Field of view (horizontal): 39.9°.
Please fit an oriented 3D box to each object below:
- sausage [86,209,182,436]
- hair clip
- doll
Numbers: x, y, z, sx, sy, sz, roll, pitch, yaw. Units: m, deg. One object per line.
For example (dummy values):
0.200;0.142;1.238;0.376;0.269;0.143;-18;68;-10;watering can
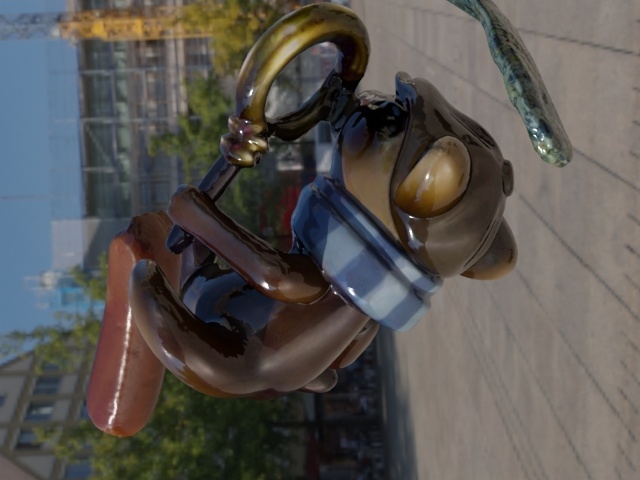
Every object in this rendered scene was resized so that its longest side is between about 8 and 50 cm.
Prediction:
-0.218;0.106;1.054;0.083;0.089;0.300;36;122;40;sausage
0.099;-0.126;0.541;0.066;0.036;0.229;29;-154;-41;hair clip
-0.002;-0.003;0.767;0.318;0.339;0.209;34;-156;-44;doll
